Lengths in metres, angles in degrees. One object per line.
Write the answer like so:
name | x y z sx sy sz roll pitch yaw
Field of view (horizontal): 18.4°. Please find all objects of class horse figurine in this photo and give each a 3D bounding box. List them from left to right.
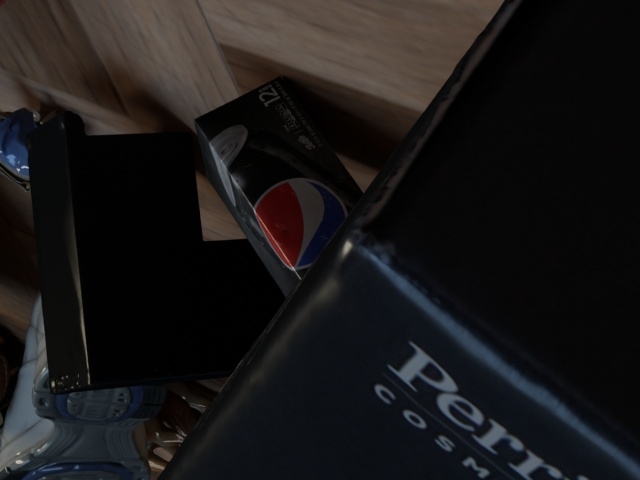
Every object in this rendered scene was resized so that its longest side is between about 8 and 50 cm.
horse figurine | -0.129 0.148 1.538 0.174 0.066 0.263 32 158 0

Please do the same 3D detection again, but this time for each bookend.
bookend | -0.083 0.005 1.163 0.072 0.156 0.157 -17 79 63

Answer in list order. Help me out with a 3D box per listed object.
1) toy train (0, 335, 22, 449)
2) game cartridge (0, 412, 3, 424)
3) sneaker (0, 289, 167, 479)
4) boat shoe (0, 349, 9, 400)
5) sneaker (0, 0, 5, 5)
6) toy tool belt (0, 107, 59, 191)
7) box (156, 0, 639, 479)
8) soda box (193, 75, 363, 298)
toy train | -0.361 0.138 1.776 0.334 0.142 0.190 1 126 57
game cartridge | -0.385 -0.006 1.438 0.285 0.052 0.324 1 116 42
sneaker | -0.166 0.097 1.405 0.111 0.129 0.297 5 149 -17
boat shoe | -0.355 0.019 1.552 0.324 0.116 0.123 36 134 20
sneaker | -0.315 -0.187 1.042 0.313 0.116 0.136 24 173 -16
toy tool belt | -0.172 -0.056 1.228 0.083 0.052 0.051 27 163 22
box | 0.215 0.113 0.696 0.480 0.297 0.472 37 155 1
soda box | 0.000 0.000 0.999 0.169 0.053 0.060 55 166 29
